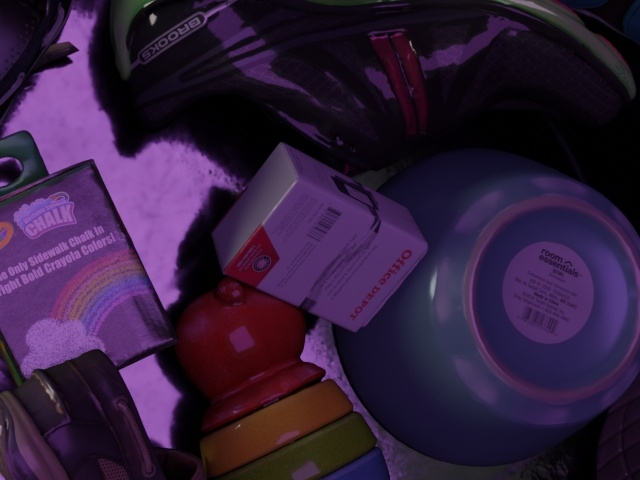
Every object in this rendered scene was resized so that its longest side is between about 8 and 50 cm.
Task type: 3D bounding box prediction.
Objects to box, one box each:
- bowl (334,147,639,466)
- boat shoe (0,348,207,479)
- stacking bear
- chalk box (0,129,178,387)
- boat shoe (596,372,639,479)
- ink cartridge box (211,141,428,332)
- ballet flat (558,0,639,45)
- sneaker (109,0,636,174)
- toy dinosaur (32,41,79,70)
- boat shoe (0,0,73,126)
[{"bbox_3d":[0.183,0.058,1.157,0.311,0.163,0.312,1,85,-18],"label":"bowl"},{"bbox_3d":[-0.133,0.230,0.997,0.130,0.132,0.355,-37,129,-14],"label":"boat shoe"},{"bbox_3d":[-0.030,0.170,1.089,0.164,0.175,0.289,-23,83,-25],"label":"stacking bear"},{"bbox_3d":[-0.229,0.018,1.047,0.132,0.132,0.213,-26,92,-17],"label":"chalk box"},{"bbox_3d":[0.340,0.263,1.224,0.116,0.123,0.324,34,63,-46],"label":"boat shoe"},{"bbox_3d":[0.000,0.000,1.082,0.150,0.063,0.109,26,113,-32],"label":"ink cartridge box"},{"bbox_3d":[0.306,-0.279,1.255,0.400,0.139,0.139,13,81,-15],"label":"ballet flat"},{"bbox_3d":[0.048,-0.148,1.146,0.482,0.185,0.202,5,97,-11],"label":"sneaker"},{"bbox_3d":[-0.339,-0.111,1.064,0.118,0.064,0.268,44,69,-12],"label":"toy dinosaur"},{"bbox_3d":[-0.260,-0.196,1.034,0.114,0.091,0.303,20,58,-18],"label":"boat shoe"}]
